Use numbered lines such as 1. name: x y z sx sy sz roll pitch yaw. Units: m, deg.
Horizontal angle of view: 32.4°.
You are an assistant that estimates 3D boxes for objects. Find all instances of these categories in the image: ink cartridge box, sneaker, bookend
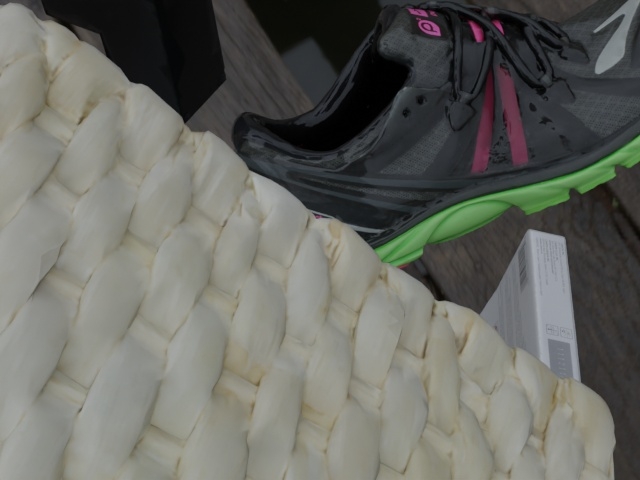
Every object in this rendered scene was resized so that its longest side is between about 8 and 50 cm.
1. ink cartridge box: 0.296 0.176 1.636 0.066 0.261 0.296 13 47 -7
2. sneaker: 0.140 -0.131 0.979 0.483 0.202 0.185 -28 26 -6
3. bookend: -0.177 -0.206 0.996 0.156 0.157 0.072 22 55 24

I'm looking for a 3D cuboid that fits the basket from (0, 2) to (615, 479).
1. basket: -0.092 0.152 0.397 0.328 0.266 0.331 34 40 -11
